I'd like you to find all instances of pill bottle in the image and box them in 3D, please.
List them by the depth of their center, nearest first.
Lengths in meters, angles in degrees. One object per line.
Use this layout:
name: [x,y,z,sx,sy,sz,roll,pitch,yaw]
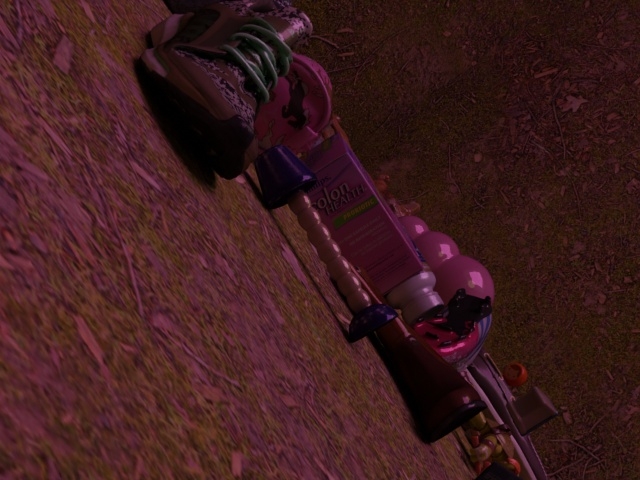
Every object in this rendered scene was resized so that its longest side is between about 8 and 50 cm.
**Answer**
pill bottle: [0.161,0.071,2.019,0.186,0.112,0.112,59,7,20]

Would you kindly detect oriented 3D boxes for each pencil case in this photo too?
pencil case: [-0.059,-0.224,1.648,0.167,0.160,0.386,17,9,0]

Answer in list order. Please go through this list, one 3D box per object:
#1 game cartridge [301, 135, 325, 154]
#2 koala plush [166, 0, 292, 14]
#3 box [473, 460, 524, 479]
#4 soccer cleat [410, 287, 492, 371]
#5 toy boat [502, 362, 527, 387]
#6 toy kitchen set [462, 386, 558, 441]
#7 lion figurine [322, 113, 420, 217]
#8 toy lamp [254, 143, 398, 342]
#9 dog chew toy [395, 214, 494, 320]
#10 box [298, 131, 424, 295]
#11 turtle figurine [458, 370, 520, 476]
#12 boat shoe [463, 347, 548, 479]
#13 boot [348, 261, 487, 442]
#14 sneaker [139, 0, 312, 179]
game cartridge: [0.020,-0.171,2.428,0.198,0.062,0.297,56,5,30]
koala plush: [-0.163,-0.426,1.792,0.196,0.203,0.221,54,-5,-26]
box: [0.336,0.436,1.486,0.183,0.059,0.233,56,-14,-21]
soccer cleat: [0.240,0.199,1.895,0.116,0.143,0.331,17,20,23]
toy boat: [0.446,0.359,2.564,0.151,0.151,0.231,58,6,13]
toy kitchen set: [0.342,0.303,1.991,0.122,0.166,0.207,49,10,-46]
lion figurine: [0.092,-0.170,2.723,0.392,0.142,0.240,41,17,-9]
toy lamp: [0.000,0.000,1.346,0.274,0.080,0.080,61,7,9]
dog chew toy: [0.277,0.073,2.555,0.332,0.206,0.206,50,5,16]
box: [0.057,-0.045,1.793,0.243,0.117,0.213,55,7,-13]
turtle figurine: [0.278,0.330,1.743,0.217,0.087,0.269,60,7,28]
boat shoe: [0.386,0.377,2.151,0.324,0.097,0.116,57,-24,9]
boot: [0.125,0.142,1.483,0.280,0.096,0.264,57,7,5]
sneaker: [-0.095,-0.215,1.189,0.158,0.182,0.410,54,7,-27]
